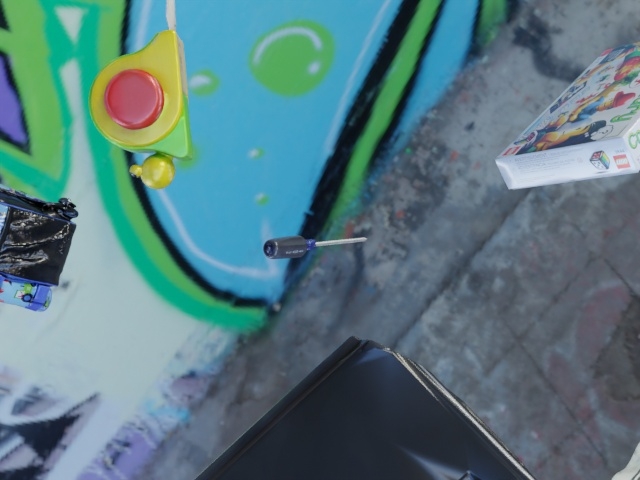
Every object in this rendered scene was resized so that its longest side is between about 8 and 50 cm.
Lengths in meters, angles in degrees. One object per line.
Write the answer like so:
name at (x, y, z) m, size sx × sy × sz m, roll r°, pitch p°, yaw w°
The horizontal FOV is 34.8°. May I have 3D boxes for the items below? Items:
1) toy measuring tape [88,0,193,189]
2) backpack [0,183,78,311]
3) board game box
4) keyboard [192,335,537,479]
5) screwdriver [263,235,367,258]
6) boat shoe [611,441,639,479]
toy measuring tape at (-0.221, -0.223, 1.211) m, size 0.121 × 0.121 × 0.330 m, roll -7°, pitch 88°, yaw 49°
backpack at (-0.348, -0.007, 0.996) m, size 0.158 × 0.173 × 0.117 m, roll 10°, pitch 85°, yaw 52°
board game box at (0.383, -0.174, 1.308) m, size 0.193 × 0.053 × 0.305 m, roll -6°, pitch 29°, yaw 50°
keyboard at (-0.021, 0.208, 0.427) m, size 0.317 × 0.033 × 0.201 m, roll -42°, pitch 75°, yaw -9°
screwdriver at (0.000, 0.000, 1.043) m, size 0.024 × 0.170 × 0.025 m, roll -4°, pitch 96°, yaw 36°
boat shoe at (0.369, 0.272, 1.111) m, size 0.070 × 0.219 × 0.078 m, roll 4°, pitch 98°, yaw 29°
